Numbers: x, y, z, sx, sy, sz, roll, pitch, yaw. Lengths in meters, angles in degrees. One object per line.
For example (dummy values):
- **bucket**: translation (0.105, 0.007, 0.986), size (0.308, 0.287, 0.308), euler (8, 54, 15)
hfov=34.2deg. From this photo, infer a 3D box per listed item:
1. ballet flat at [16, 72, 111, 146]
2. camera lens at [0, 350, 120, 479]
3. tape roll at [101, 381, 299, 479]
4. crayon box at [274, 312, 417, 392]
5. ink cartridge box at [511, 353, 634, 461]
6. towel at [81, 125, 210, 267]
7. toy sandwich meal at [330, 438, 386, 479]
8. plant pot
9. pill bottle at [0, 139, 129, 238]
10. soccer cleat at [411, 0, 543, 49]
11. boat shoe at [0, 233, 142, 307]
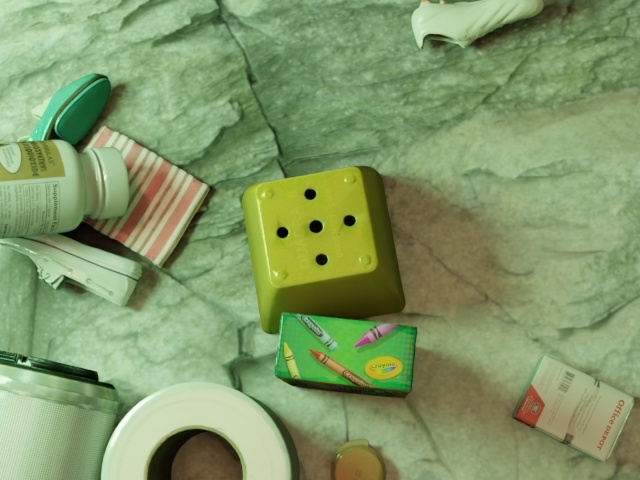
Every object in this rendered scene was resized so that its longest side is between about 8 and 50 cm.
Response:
- **ballet flat**: translation (-0.407, -0.156, 1.548), size (0.087, 0.083, 0.247), euler (24, 79, 21)
- **camera lens**: translation (-0.399, 0.294, 1.383), size (0.220, 0.219, 0.274), euler (11, 79, 5)
- **tape roll**: translation (-0.154, 0.315, 1.394), size (0.246, 0.169, 0.246), euler (-1, 78, 2)
- **crayon box**: translation (0.037, 0.155, 1.360), size (0.165, 0.278, 0.081), euler (6, 80, 4)
- **ink cartridge box**: translation (0.349, 0.233, 1.442), size (0.135, 0.056, 0.099), euler (27, 81, 8)
- **towel**: translation (-0.280, -0.067, 1.550), size (0.197, 0.029, 0.144), euler (30, 81, 6)
- **toy sandwich meal**: translation (0.051, 0.321, 1.455), size (0.086, 0.029, 0.085), euler (0, 83, 0)
- **plant pot**: translation (0.000, 0.000, 1.440), size (0.212, 0.187, 0.212), euler (-10, 79, 0)
- **pill bottle**: translation (-0.390, -0.073, 1.437), size (0.229, 0.131, 0.131), euler (-7, 77, -29)
- **soccer cleat**: translation (0.235, -0.327, 1.560), size (0.196, 0.068, 0.076), euler (-4, 83, 9)
- **boat shoe**: translation (-0.375, 0.034, 1.503), size (0.226, 0.083, 0.075), euler (17, 79, 5)
